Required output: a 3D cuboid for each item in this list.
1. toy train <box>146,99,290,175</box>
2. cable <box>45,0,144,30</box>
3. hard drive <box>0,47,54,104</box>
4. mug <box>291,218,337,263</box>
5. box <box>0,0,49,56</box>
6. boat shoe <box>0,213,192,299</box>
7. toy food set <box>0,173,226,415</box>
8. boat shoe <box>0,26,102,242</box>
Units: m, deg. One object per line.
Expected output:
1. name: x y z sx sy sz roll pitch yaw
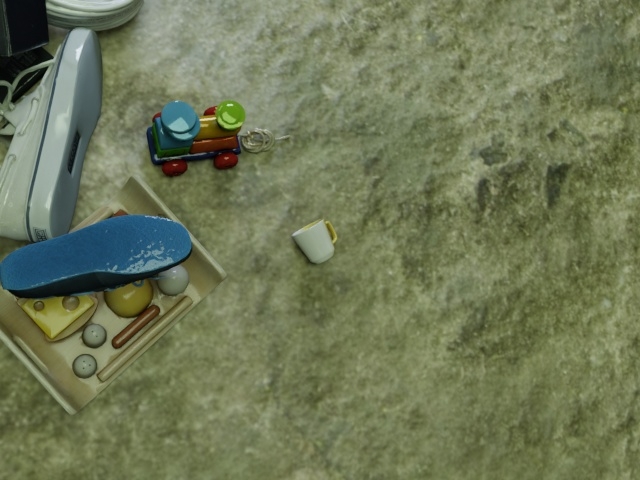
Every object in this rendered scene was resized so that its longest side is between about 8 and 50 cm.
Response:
1. toy train: -0.150 -0.185 1.149 0.248 0.143 0.105 -10 82 -20
2. cable: -0.401 -0.456 1.144 0.257 0.089 0.257 -12 74 -25
3. hard drive: -0.502 -0.271 1.118 0.094 0.022 0.135 41 69 -6
4. mug: -0.001 0.001 1.204 0.078 0.062 0.064 -30 96 -15
5. box: -0.558 -0.431 0.936 0.312 0.179 0.343 1 111 -4
6. boat shoe: -0.312 0.023 1.001 0.258 0.089 0.109 -6 69 -8
7. toy food set: -0.324 0.075 1.062 0.306 0.092 0.220 -43 93 -22
8. boat shoe: -0.434 -0.169 1.065 0.156 0.136 0.367 5 69 -1
